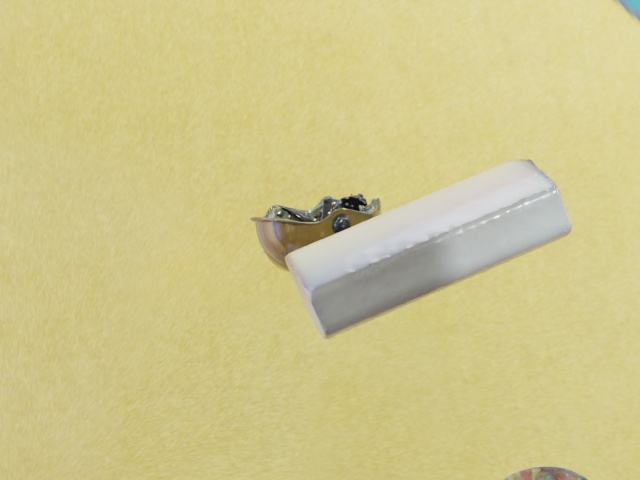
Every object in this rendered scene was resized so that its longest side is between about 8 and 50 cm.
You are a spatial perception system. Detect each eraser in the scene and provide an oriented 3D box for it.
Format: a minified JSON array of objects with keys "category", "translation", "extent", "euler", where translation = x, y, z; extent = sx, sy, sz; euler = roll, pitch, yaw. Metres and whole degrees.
[{"category":"eraser","translation":[0.105,0.006,1.058],"extent":[0.270,0.174,0.094],"euler":[-22,100,-5]}]

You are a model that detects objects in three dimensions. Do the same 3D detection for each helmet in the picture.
[{"category":"helmet","translation":[0.000,0.000,1.667],"extent":[0.224,0.198,0.130],"euler":[-15,99,-36]}]

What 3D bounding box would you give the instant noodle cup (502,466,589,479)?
[{"category":"instant noodle cup","translation":[0.359,0.479,1.585],"extent":[0.205,0.205,0.153],"euler":[-37,126,-22]}]
